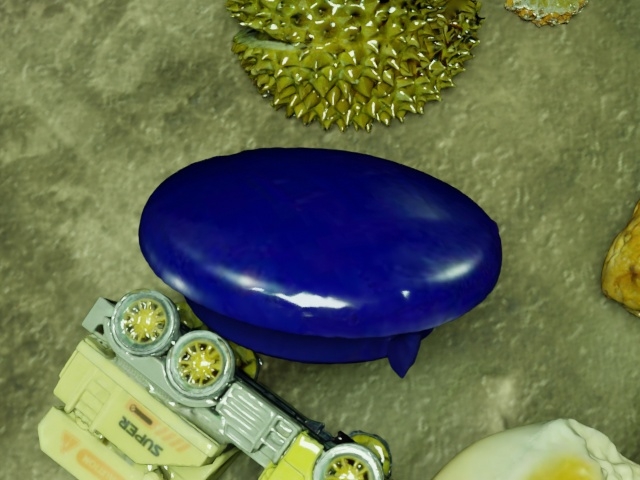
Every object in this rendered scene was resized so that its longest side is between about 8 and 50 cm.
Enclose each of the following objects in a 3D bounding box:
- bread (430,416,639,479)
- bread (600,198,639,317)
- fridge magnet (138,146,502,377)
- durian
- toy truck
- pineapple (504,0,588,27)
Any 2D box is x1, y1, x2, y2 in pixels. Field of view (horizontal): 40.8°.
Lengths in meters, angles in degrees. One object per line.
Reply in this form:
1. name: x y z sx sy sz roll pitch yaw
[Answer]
1. bread: 0.218 0.305 0.538 0.424 0.245 0.329 33 69 8
2. bread: 0.314 -0.023 0.677 0.211 0.083 0.114 -55 36 -9
3. fridge magnet: 0.000 0.000 0.637 0.265 0.265 0.113 10 116 5
4. durian: 0.039 -0.204 0.719 0.237 0.138 0.194 -27 77 -5
5. toy truck: -0.079 0.160 0.644 0.272 0.124 0.157 35 87 11
6. pineapple: 0.210 -0.215 0.774 0.083 0.019 0.045 -20 74 -5
